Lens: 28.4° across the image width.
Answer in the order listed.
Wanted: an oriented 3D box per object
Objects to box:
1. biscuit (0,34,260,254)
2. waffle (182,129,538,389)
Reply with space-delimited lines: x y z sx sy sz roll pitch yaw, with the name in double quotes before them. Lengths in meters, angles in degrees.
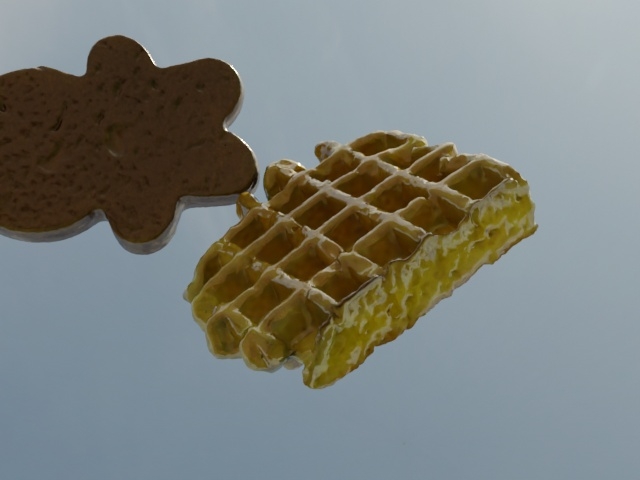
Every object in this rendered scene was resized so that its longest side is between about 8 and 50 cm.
"biscuit" -0.168 -0.073 0.977 0.236 0.039 0.180 -6 -105 -9
"waffle" 0.000 0.000 0.892 0.229 0.219 0.057 -35 -58 -17
